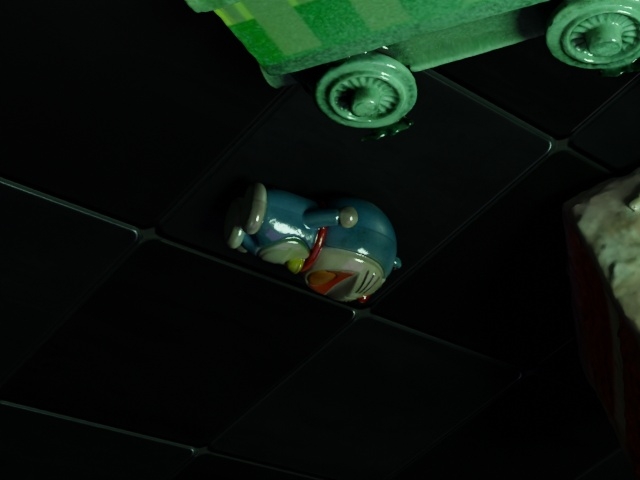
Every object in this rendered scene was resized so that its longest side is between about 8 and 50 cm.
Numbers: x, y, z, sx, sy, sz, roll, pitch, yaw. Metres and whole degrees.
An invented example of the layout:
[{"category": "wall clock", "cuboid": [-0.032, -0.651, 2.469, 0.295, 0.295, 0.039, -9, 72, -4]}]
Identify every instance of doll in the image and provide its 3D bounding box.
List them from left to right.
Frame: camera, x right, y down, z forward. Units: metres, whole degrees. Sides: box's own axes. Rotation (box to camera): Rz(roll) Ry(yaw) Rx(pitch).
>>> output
[{"category": "doll", "cuboid": [0.000, 0.000, 1.038, 0.152, 0.085, 0.114, 19, 153, -25]}]

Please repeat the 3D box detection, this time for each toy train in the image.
[{"category": "toy train", "cuboid": [0.074, -0.175, 0.776, 0.301, 0.120, 0.202, -13, 146, 26]}]

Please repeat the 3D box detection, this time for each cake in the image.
[{"category": "cake", "cuboid": [0.358, 0.081, 1.152, 0.230, 0.237, 0.309, -22, 139, 0]}]
